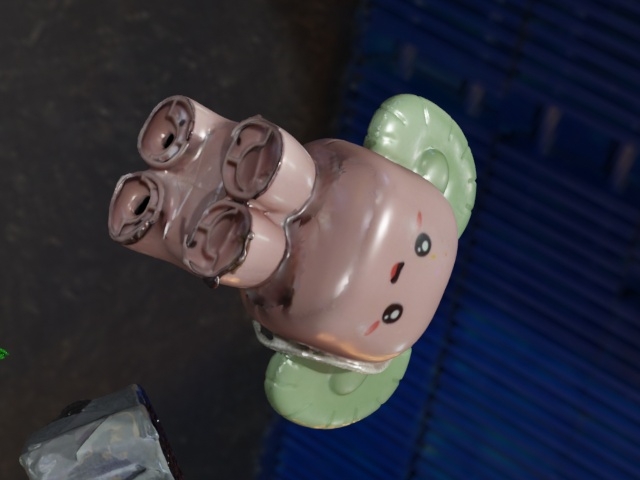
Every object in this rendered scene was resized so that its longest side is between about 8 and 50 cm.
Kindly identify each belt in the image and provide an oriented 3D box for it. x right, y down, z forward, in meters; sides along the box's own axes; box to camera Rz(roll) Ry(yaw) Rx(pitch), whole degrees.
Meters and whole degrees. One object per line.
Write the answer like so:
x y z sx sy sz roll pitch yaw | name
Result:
-0.172 0.270 1.695 0.164 0.289 0.184 -24 152 -3 | belt

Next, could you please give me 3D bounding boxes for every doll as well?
0.000 0.000 1.569 0.268 0.216 0.284 28 85 -46 | doll

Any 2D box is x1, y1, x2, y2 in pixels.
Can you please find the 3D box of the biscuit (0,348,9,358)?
-0.293 0.101 1.555 0.089 0.046 0.016 -39 -163 25 | biscuit
